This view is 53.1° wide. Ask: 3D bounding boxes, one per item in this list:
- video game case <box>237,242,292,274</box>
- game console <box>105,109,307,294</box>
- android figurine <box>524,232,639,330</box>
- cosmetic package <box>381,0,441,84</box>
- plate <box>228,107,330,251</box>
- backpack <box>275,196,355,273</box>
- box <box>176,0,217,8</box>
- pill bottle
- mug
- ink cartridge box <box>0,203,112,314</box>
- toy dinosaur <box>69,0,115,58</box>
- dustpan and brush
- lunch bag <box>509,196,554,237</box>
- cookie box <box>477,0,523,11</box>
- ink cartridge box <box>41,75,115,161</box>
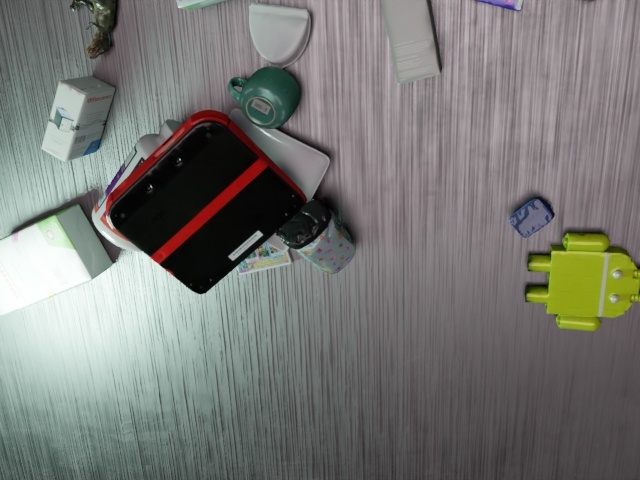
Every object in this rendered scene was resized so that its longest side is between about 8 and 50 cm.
[{"bbox_3d":[-0.168,0.011,1.703,0.157,0.019,0.143,-13,107,17],"label":"video game case"},{"bbox_3d":[-0.277,-0.084,1.532,0.386,0.060,0.342,-40,119,13],"label":"game console"},{"bbox_3d":[0.630,0.099,1.521,0.273,0.056,0.248,4,111,14],"label":"android figurine"},{"bbox_3d":[0.193,-0.468,1.377,0.107,0.127,0.238,-12,105,17],"label":"cosmetic package"},{"bbox_3d":[-0.145,-0.152,1.611,0.277,0.045,0.278,29,111,7],"label":"plate"},{"bbox_3d":[0.000,0.000,1.570,0.152,0.115,0.182,-38,138,8],"label":"backpack"},{"bbox_3d":[-0.207,-0.656,1.407,0.262,0.127,0.231,-9,106,16],"label":"box"},{"bbox_3d":[-0.420,-0.138,1.611,0.181,0.181,0.323,39,108,-3],"label":"pill bottle"},{"bbox_3d":[-0.135,-0.326,1.506,0.158,0.097,0.129,-6,128,27],"label":"mug"},{"bbox_3d":[-0.801,0.059,1.822,0.353,0.119,0.207,-20,105,19],"label":"ink cartridge box"},{"bbox_3d":[-0.542,-0.583,1.553,0.118,0.064,0.268,23,112,-3],"label":"toy dinosaur"},{"bbox_3d":[-0.101,-0.437,1.505,0.147,0.060,0.211,11,106,11],"label":"dustpan and brush"},{"bbox_3d":[0.495,-0.057,1.490,0.098,0.065,0.067,-38,82,24],"label":"lunch bag"},{"bbox_3d":[0.382,-0.541,1.348,0.107,0.040,0.091,17,114,8],"label":"cookie box"},{"bbox_3d":[-0.611,-0.310,1.625,0.082,0.139,0.190,27,113,5],"label":"ink cartridge box"}]
